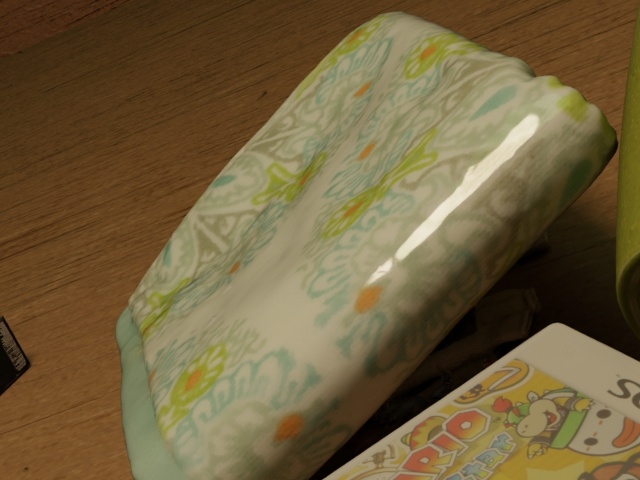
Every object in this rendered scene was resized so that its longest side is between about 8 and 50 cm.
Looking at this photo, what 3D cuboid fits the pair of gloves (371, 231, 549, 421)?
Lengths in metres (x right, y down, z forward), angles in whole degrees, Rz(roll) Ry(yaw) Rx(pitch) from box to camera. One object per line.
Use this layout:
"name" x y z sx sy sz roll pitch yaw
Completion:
"pair of gloves" 0.055 0.046 1.017 0.204 0.042 0.240 -21 20 16

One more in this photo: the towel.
"towel" 0.000 0.000 0.957 0.320 0.090 0.374 -49 19 4

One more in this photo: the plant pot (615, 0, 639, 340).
"plant pot" 0.268 -0.065 0.776 0.274 0.275 0.293 -4 46 46

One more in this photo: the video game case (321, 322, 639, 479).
"video game case" 0.077 0.126 0.546 0.227 0.026 0.206 -31 33 -24

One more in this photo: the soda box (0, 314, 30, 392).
"soda box" -0.320 0.132 1.240 0.060 0.053 0.169 -9 26 40

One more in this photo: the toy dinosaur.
"toy dinosaur" 0.069 0.096 0.886 0.082 0.047 0.090 -17 1 -34
